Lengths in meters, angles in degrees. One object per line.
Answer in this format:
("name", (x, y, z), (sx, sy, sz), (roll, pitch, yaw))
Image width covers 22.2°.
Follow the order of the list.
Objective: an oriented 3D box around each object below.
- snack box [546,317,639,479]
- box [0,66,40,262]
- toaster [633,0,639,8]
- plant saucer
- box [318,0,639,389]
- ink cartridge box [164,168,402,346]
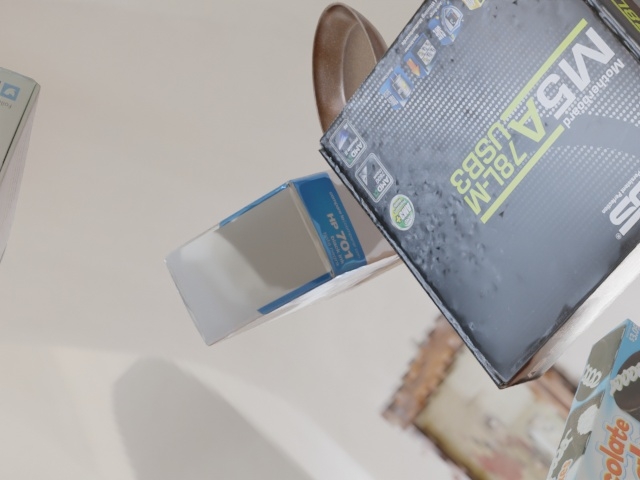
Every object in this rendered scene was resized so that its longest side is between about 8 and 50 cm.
("snack box", (0.286, 0.237, 1.419), (0.060, 0.187, 0.322), (-45, 12, 44))
("box", (-0.251, 0.082, 0.968), (0.232, 0.058, 0.322), (119, 169, -58))
("toaster", (0.293, -0.156, 1.192), (0.110, 0.186, 0.168), (-57, -13, -51))
("plant saucer", (0.043, -0.168, 1.817), (0.036, 0.198, 0.198), (-11, -27, -21))
("box", (0.107, -0.050, 0.868), (0.045, 0.184, 0.190), (-5, -37, -47))
("ink cartridge box", (0.000, 0.000, 1.238), (0.140, 0.082, 0.191), (-30, -8, 37))
